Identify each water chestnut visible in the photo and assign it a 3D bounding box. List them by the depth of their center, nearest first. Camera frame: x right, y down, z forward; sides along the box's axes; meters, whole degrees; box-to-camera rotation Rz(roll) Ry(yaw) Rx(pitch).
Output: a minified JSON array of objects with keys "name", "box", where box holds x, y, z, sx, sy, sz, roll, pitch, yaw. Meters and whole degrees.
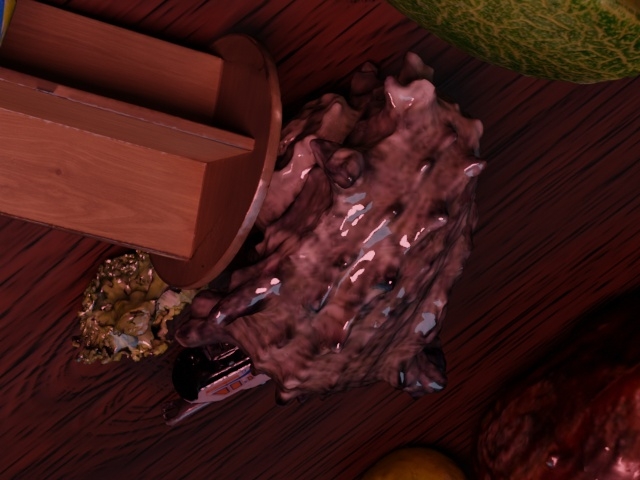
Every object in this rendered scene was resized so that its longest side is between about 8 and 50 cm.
[{"name":"water chestnut","box":[0.294,0.216,1.523,0.350,0.302,0.350,-35,150,-24]}]

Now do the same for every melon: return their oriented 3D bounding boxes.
[{"name":"melon","box":[0.073,-0.213,1.121,0.323,0.196,0.124,34,74,-38]}]

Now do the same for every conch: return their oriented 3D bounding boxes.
[{"name":"conch","box":[0.010,-0.007,1.228,0.186,0.241,0.313,11,151,1]}]

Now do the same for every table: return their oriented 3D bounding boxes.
[{"name":"table","box":[-0.162,-0.075,1.104,0.226,0.167,0.167,15,122,-29]}]

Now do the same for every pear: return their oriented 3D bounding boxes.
[{"name":"pear","box":[0.083,0.232,1.579,0.107,0.107,0.131,-47,148,18]}]

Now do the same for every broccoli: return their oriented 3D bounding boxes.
[{"name":"broccoli","box":[-0.125,0.045,1.280,0.097,0.092,0.095,1,111,-12]}]

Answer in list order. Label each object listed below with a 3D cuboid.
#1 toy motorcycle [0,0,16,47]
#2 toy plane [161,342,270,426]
[{"name":"toy motorcycle","box":[-0.182,-0.211,0.960,0.135,0.092,0.254,14,99,-24]},{"name":"toy plane","box":[-0.039,0.080,1.396,0.197,0.053,0.078,-26,147,-4]}]
